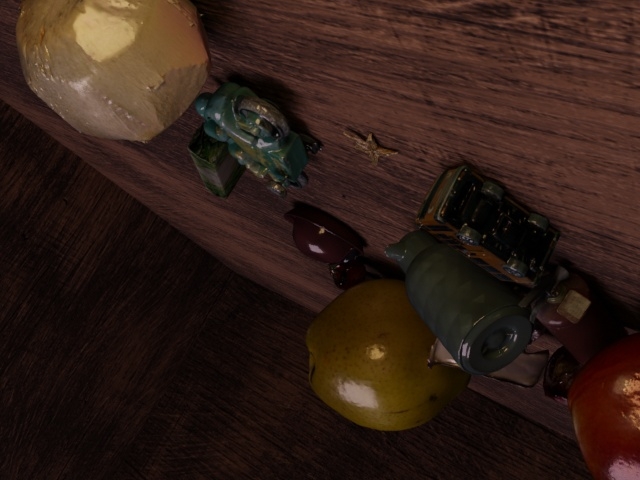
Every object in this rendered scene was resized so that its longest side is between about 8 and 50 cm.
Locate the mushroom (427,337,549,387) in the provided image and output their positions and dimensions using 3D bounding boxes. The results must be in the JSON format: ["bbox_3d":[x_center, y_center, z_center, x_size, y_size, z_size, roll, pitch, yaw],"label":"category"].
[{"bbox_3d":[0.370,0.198,1.607,0.236,0.162,0.173,13,-165,16],"label":"mushroom"}]

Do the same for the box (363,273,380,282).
[{"bbox_3d":[0.140,0.157,2.059,0.111,0.111,0.177,23,168,32],"label":"box"}]

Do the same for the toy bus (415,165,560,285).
[{"bbox_3d":[0.221,-0.020,1.024,0.182,0.091,0.103,32,169,-20],"label":"toy bus"}]

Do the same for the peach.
[{"bbox_3d":[0.510,0.246,1.099,0.245,0.274,0.248,60,-156,-7],"label":"peach"}]

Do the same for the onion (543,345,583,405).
[{"bbox_3d":[0.538,0.267,1.461,0.198,0.135,0.173,18,173,-28],"label":"onion"}]

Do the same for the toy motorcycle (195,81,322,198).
[{"bbox_3d":[-0.111,-0.164,1.211,0.198,0.109,0.296,29,169,19],"label":"toy motorcycle"}]

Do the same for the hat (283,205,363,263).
[{"bbox_3d":[0.000,0.000,1.725,0.205,0.089,0.205,28,170,6],"label":"hat"}]

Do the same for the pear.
[{"bbox_3d":[0.171,0.273,1.827,0.418,0.363,0.362,1,172,-7],"label":"pear"}]

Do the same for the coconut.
[{"bbox_3d":[-0.246,-0.233,0.953,0.227,0.227,0.230,20,167,42],"label":"coconut"}]

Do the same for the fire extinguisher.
[{"bbox_3d":[0.396,0.123,1.178,0.104,0.105,0.269,19,165,46],"label":"fire extinguisher"}]

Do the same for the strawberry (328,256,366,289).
[{"bbox_3d":[0.074,0.077,1.900,0.106,0.106,0.106,29,170,6],"label":"strawberry"}]

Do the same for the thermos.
[{"bbox_3d":[0.237,0.085,1.278,0.182,0.145,0.286,6,-150,-29],"label":"thermos"}]

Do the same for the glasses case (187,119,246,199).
[{"bbox_3d":[-0.200,-0.163,1.487,0.062,0.095,0.272,31,169,4],"label":"glasses case"}]

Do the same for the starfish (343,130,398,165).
[{"bbox_3d":[0.077,-0.131,1.097,0.086,0.016,0.092,27,164,23],"label":"starfish"}]

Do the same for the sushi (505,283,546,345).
[{"bbox_3d":[0.323,0.130,1.411,0.161,0.107,0.241,39,159,3],"label":"sushi"}]
